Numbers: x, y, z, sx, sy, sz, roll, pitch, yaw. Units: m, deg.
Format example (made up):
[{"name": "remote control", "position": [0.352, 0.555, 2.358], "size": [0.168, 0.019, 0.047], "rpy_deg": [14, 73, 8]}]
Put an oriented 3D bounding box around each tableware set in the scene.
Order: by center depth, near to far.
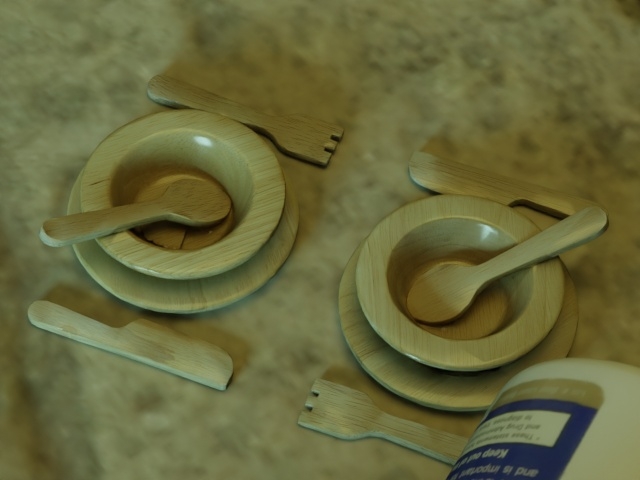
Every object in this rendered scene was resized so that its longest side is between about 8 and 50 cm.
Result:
[{"name": "tableware set", "position": [0.000, 0.000, 0.721], "size": [0.194, 0.039, 0.128], "rpy_deg": [18, 56, 9]}]

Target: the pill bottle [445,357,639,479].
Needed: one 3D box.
[{"name": "pill bottle", "position": [0.061, 0.137, 0.586], "size": [0.112, 0.112, 0.187], "rpy_deg": [27, 58, 15]}]
